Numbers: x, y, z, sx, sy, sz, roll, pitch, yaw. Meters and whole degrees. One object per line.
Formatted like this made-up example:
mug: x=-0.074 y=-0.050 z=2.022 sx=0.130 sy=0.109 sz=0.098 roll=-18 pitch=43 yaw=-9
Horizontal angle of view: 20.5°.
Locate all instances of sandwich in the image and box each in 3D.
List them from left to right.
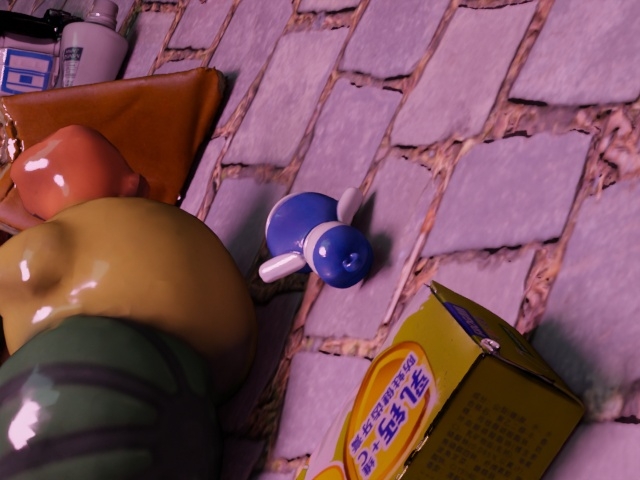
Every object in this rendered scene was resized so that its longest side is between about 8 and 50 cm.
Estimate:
sandwich: x=-0.233 y=-0.101 z=1.702 sx=0.227 sy=0.198 sz=0.155 roll=-65 pitch=23 yaw=-7

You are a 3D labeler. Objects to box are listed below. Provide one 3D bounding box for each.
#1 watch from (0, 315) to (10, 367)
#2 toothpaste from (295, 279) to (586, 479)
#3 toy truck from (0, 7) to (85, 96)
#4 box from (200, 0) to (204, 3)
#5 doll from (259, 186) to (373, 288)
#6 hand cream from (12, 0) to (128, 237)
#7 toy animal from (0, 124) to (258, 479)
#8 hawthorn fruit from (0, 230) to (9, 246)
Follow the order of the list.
watch: x=-0.467 y=0.144 z=1.750 sx=0.335 sy=0.327 sz=0.314 roll=-27 pitch=41 yaw=53
toothpaste: x=0.020 y=0.188 z=1.022 sx=0.327 sy=0.077 sz=0.110 roll=-58 pitch=22 yaw=9
toy truck: x=-0.396 y=-0.213 z=2.252 sx=0.213 sy=0.161 sz=0.177 roll=-147 pitch=67 yaw=-66
box: x=-0.092 y=-0.378 z=1.905 sx=0.123 sy=0.050 sz=0.229 roll=-31 pitch=38 yaw=49
doll: x=0.000 y=0.000 z=1.297 sx=0.099 sy=0.057 sz=0.143 roll=-43 pitch=24 yaw=-7
hand cream: x=-0.287 y=-0.118 z=2.023 sx=0.124 sy=0.078 sz=0.340 roll=-12 pitch=62 yaw=60
toy animal: x=-0.147 y=0.082 z=1.341 sx=0.191 sy=0.216 sz=0.338 roll=-18 pitch=45 yaw=21
hawthorn fruit: x=-0.450 y=-0.021 z=2.109 sx=0.173 sy=0.173 sz=0.173 roll=-45 pitch=28 yaw=33
